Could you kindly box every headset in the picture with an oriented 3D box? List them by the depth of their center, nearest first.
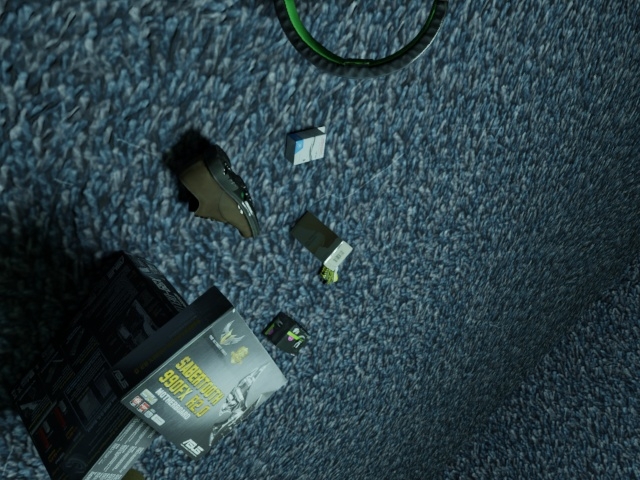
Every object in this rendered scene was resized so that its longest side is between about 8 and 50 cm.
[{"bbox_3d":[0.061,-0.427,0.912,0.185,0.244,0.394,-68,161,-60],"label":"headset"}]

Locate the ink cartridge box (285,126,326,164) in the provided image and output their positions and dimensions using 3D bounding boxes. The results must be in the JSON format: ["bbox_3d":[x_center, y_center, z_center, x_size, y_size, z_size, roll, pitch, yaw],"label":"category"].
[{"bbox_3d":[-0.019,-0.169,1.190,0.083,0.028,0.048,-20,135,-33],"label":"ink cartridge box"}]

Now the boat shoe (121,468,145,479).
[{"bbox_3d":[-0.423,0.493,1.346,0.153,0.056,0.048,14,121,-48],"label":"boat shoe"}]

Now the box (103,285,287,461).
[{"bbox_3d":[-0.162,0.193,0.939,0.183,0.056,0.231,-39,142,-12],"label":"box"}]

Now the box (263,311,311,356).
[{"bbox_3d":[-0.071,0.202,1.445,0.062,0.052,0.083,-49,145,-1],"label":"box"}]

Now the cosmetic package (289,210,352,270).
[{"bbox_3d":[0.000,0.000,1.286,0.060,0.115,0.041,-50,142,0],"label":"cosmetic package"}]

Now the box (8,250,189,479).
[{"bbox_3d":[-0.322,0.204,1.036,0.307,0.242,0.076,-51,143,2],"label":"box"}]

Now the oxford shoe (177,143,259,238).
[{"bbox_3d":[-0.167,-0.067,1.107,0.096,0.082,0.227,-24,144,4],"label":"oxford shoe"}]

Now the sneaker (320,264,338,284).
[{"bbox_3d":[0.016,0.066,1.430,0.035,0.031,0.083,-32,140,-21],"label":"sneaker"}]
